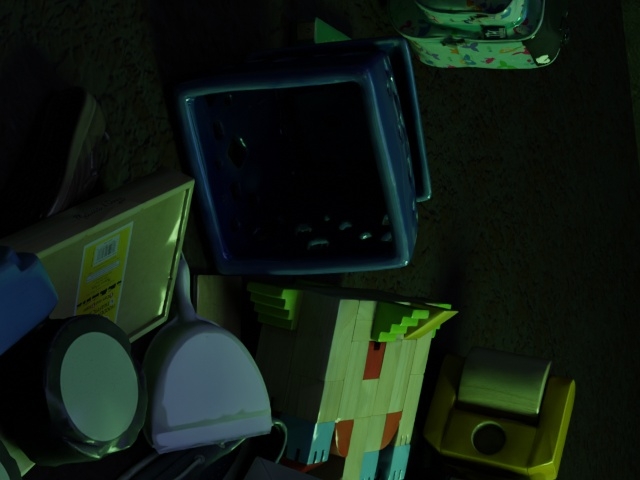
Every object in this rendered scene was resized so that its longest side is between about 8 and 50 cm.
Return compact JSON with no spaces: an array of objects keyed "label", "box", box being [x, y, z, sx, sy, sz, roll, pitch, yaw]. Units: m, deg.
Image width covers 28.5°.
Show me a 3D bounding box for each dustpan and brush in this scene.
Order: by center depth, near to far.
[{"label":"dustpan and brush","box":[-0.134,0.109,1.343,0.147,0.060,0.211,-6,90,-31]}]

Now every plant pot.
[{"label":"plant pot","box":[-0.002,-0.109,1.436,0.212,0.236,0.236,-52,134,-59]}]

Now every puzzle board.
[{"label":"puzzle board","box":[-0.119,0.104,1.435,0.096,0.011,0.128,6,85,-63]}]

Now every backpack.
[{"label":"backpack","box":[0.221,-0.365,1.825,0.191,0.253,0.225,33,64,-52]}]

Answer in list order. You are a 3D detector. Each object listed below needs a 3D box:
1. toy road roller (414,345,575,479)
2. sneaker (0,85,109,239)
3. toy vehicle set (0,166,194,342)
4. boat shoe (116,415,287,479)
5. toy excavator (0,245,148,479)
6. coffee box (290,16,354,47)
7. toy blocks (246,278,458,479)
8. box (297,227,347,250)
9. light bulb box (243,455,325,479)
[{"label":"toy road roller","box":[0.274,0.353,1.980,0.240,0.202,0.330,61,43,-61]},{"label":"sneaker","box":[-0.236,-0.052,1.161,0.071,0.066,0.188,55,44,-48]},{"label":"toy vehicle set","box":[-0.214,0.043,1.164,0.267,0.035,0.166,-33,142,-58]},{"label":"boat shoe","box":[-0.137,0.276,1.304,0.319,0.099,0.116,-49,131,-51]},{"label":"toy excavator","box":[-0.378,0.043,0.796,0.433,0.222,0.445,-45,115,-52]},{"label":"coffee box","box":[0.018,-0.215,1.664,0.184,0.040,0.113,13,77,-62]},{"label":"toy blocks","box":[0.024,0.192,1.561,0.381,0.190,0.261,8,93,-62]},{"label":"box","box":[0.000,0.000,1.614,0.062,0.052,0.083,-7,95,-63]},{"label":"light bulb box","box":[0.049,0.461,1.283,0.225,0.357,0.361,-58,159,-44]}]
